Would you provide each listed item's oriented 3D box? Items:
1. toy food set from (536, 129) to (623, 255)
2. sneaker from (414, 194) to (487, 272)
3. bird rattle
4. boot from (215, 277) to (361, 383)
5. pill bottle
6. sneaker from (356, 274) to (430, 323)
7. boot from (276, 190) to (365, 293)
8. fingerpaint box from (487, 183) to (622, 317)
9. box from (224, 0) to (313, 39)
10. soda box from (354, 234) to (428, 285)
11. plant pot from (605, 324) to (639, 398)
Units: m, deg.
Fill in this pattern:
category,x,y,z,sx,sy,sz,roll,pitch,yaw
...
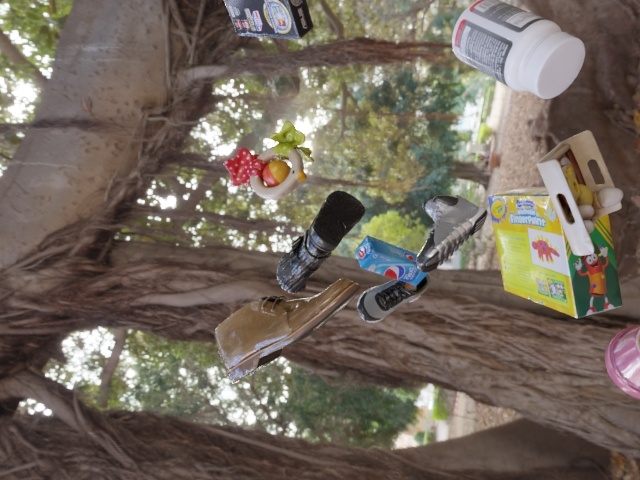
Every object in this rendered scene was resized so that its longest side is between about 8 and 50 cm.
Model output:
category,x,y,z,sx,sy,sz,roll,pitch,yaw
toy food set,0.616,-0.122,1.162,0.306,0.092,0.220,-30,-83,-46
sneaker,0.272,-0.029,1.178,0.228,0.132,0.086,-36,-28,-21
bird rattle,-0.139,-0.207,1.405,0.207,0.253,0.143,67,-174,33
boot,-0.069,0.136,0.894,0.115,0.305,0.112,60,-161,14
pill bottle,0.459,-0.453,1.184,0.283,0.161,0.161,53,158,41
sneaker,0.220,0.160,1.513,0.271,0.100,0.108,-23,-14,-31
boot,-0.004,-0.002,1.635,0.260,0.131,0.348,-54,-5,38
fingerpaint box,0.753,0.013,1.657,0.445,0.163,0.372,-148,45,-82
box,-0.147,-0.598,1.131,0.060,0.216,0.270,-49,-40,-26
soda box,0.202,0.058,1.408,0.067,0.210,0.071,-55,34,27
plant pot,0.867,0.298,1.301,0.180,0.201,0.202,61,-140,-56
